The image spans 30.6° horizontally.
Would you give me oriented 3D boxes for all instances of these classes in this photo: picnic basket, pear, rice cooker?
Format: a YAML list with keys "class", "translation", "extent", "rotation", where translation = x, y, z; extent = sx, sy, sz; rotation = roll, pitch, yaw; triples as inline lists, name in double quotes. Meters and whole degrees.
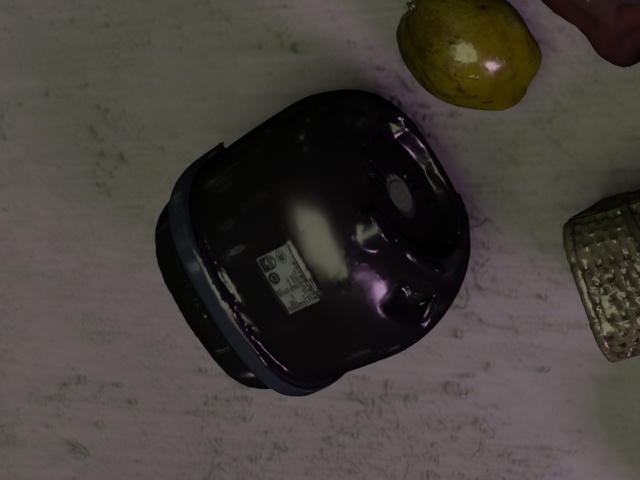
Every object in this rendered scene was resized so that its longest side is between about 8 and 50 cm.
- class: "picnic basket"
  translation: [0.322, 0.010, 0.970]
  extent: [0.196, 0.154, 0.134]
  rotation: [-17, 90, 31]
- class: "pear"
  translation: [0.129, -0.170, 1.026]
  extent: [0.131, 0.107, 0.107]
  rotation: [30, 118, -5]
- class: "rice cooker"
  translation: [0.000, 0.000, 1.060]
  extent: [0.224, 0.267, 0.267]
  rotation: [-25, 98, 32]

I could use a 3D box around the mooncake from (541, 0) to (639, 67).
- class: "mooncake"
  translation: [0.205, -0.291, 0.903]
  extent: [0.334, 0.174, 0.326]
  rotation: [-25, 95, 28]
